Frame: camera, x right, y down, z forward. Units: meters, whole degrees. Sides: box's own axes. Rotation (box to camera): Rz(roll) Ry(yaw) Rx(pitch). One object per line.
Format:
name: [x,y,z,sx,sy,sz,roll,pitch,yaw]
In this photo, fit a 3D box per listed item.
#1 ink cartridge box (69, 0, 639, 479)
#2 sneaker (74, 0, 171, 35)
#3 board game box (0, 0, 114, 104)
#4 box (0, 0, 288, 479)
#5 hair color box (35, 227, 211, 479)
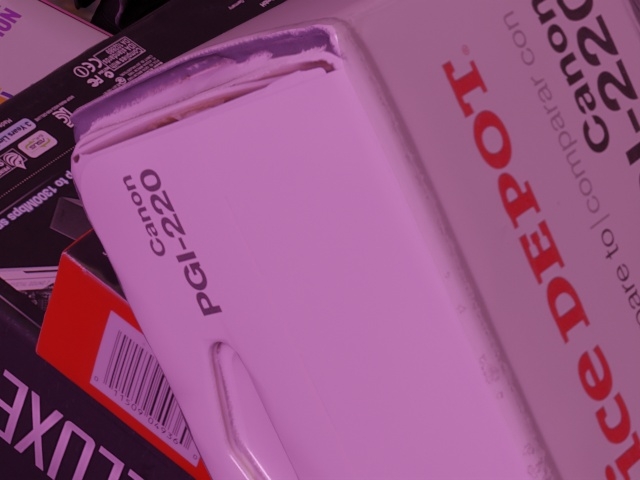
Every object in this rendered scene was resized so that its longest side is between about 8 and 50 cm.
ink cartridge box: [0.069,-0.006,0.444,0.218,0.092,0.159,-33,102,-41]
sneaker: [-0.047,-0.117,0.763,0.051,0.089,0.170,35,45,12]
board game box: [-0.048,0.053,0.613,0.316,0.064,0.242,28,43,5]
box: [0.044,0.009,0.591,0.242,0.076,0.307,36,45,13]
hair color box: [0.000,0.000,0.494,0.072,0.043,0.141,36,47,13]
